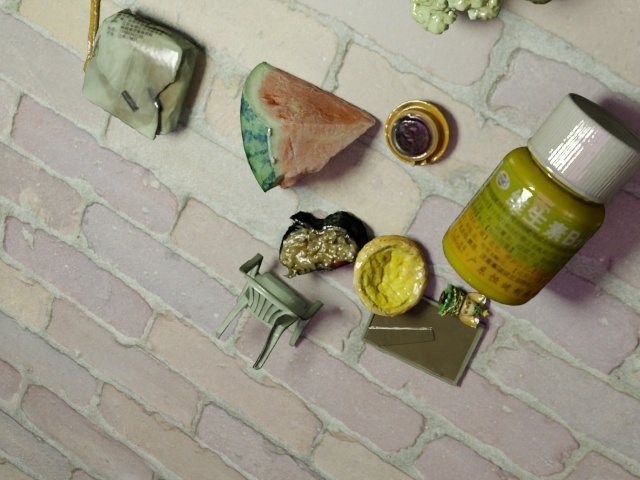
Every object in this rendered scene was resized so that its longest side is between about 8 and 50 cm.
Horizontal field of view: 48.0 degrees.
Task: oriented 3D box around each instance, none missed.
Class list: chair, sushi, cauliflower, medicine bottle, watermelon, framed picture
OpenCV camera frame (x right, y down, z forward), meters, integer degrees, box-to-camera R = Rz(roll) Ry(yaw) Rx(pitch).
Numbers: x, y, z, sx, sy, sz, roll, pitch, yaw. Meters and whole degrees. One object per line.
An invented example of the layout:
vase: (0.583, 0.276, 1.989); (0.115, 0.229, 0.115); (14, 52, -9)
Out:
chair: (-0.126, 0.164, 1.718); (0.203, 0.190, 0.275); (36, 129, 8)
sushi: (0.000, 0.000, 1.664); (0.212, 0.115, 0.147); (-7, 107, 27)
cauliflower: (0.284, -0.502, 1.263); (0.281, 0.260, 0.327); (34, 140, 13)
medicine bottle: (0.428, -0.074, 1.384); (0.224, 0.224, 0.384); (38, 119, 7)
watermelon: (-0.064, -0.264, 1.554); (0.292, 0.283, 0.250); (-36, 109, 5)
framed picture: (0.237, 0.218, 1.696); (0.259, 0.023, 0.189); (25, 117, 14)

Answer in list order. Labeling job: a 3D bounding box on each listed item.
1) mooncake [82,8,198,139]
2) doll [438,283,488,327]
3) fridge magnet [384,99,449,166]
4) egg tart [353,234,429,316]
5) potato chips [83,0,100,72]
mooncake: (-0.420, -0.397, 1.685); (0.254, 0.136, 0.250); (31, 121, 5)
doll: (0.318, 0.146, 1.621); (0.113, 0.076, 0.078); (20, 88, -16)
fridge magnet: (0.202, -0.226, 1.517); (0.143, 0.063, 0.143); (11, 116, 22)
egg tart: (0.154, 0.075, 1.623); (0.191, 0.074, 0.191); (-3, 104, -14)
potato chips: (-0.561, -0.515, 1.764); (0.026, 0.037, 0.204); (16, 110, 7)
